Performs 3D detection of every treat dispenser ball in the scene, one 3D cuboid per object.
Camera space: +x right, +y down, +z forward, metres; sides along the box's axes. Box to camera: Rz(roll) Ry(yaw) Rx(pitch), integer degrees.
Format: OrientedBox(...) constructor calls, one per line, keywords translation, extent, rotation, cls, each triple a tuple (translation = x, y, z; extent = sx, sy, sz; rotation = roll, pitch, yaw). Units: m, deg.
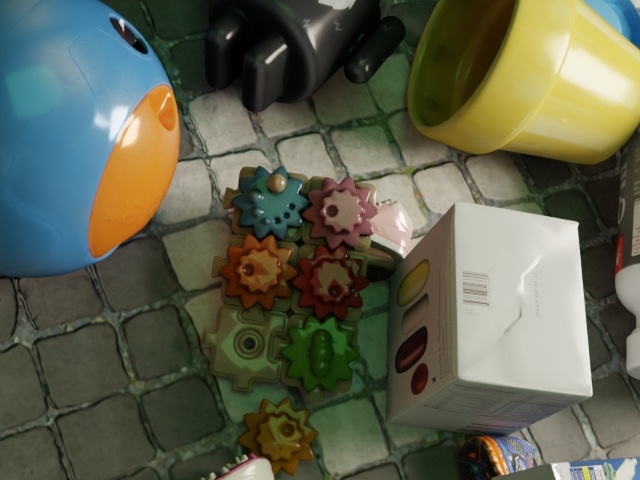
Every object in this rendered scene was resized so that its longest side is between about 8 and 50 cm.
OrientedBox(translation=(-0.284, -0.107, 0.871), extent=(0.288, 0.288, 0.288), rotation=(7, 65, -14), cls="treat dispenser ball")

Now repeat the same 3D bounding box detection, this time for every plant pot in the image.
OrientedBox(translation=(0.274, -0.212, 1.123), extent=(0.239, 0.254, 0.254), rotation=(19, 62, -19), cls="plant pot")

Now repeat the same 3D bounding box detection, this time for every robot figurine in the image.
OrientedBox(translation=(-0.026, -0.285, 1.095), extent=(0.278, 0.173, 0.209), rotation=(-48, 113, -28), cls="robot figurine")

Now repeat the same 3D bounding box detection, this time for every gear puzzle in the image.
OrientedBox(translation=(-0.038, 0.085, 0.960), extent=(0.175, 0.044, 0.339), rotation=(8, 80, -3), cls="gear puzzle")

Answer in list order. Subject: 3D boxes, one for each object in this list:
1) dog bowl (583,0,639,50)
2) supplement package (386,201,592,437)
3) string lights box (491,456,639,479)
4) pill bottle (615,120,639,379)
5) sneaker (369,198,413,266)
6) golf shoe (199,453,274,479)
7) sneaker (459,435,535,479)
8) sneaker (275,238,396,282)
OrientedBox(translation=(0.319, -0.328, 1.280), extent=(0.297, 0.074, 0.166), rotation=(26, 62, -4), cls="dog bowl")
OrientedBox(translation=(0.174, 0.095, 0.971), extent=(0.149, 0.203, 0.194), rotation=(10, 64, -12), cls="supplement package")
OrientedBox(translation=(0.295, 0.301, 0.926), extent=(0.259, 0.076, 0.133), rotation=(10, 60, -44), cls="string lights box")
OrientedBox(translation=(0.476, -0.009, 1.096), extent=(0.210, 0.210, 0.363), rotation=(13, 73, -11), cls="pill bottle")
OrientedBox(translation=(0.053, -0.028, 1.077), extent=(0.134, 0.051, 0.070), rotation=(29, 60, -7), cls="sneaker")
OrientedBox(translation=(-0.145, 0.329, 0.822), extent=(0.306, 0.115, 0.140), rotation=(-31, 82, -25), cls="golf shoe")
OrientedBox(translation=(0.234, 0.313, 0.964), extent=(0.087, 0.083, 0.221), rotation=(-10, 73, -29), cls="sneaker")
OrientedBox(translation=(0.000, 0.000, 1.037), extent=(0.188, 0.066, 0.071), rotation=(10, 64, -13), cls="sneaker")
